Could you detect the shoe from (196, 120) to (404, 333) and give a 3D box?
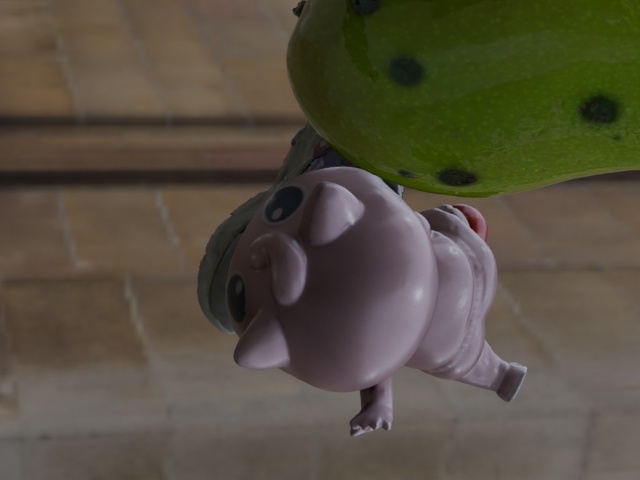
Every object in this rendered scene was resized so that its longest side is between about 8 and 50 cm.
[{"bbox_3d":[0.000,0.000,1.441,0.227,0.099,0.125,-54,-136,7],"label":"shoe"}]

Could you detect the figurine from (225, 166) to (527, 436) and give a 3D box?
[{"bbox_3d":[0.036,0.037,1.267,0.186,0.287,0.176,24,-77,41],"label":"figurine"}]

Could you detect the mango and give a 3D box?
[{"bbox_3d":[0.124,-0.106,1.014,0.143,0.293,0.175,-64,156,-57],"label":"mango"}]
